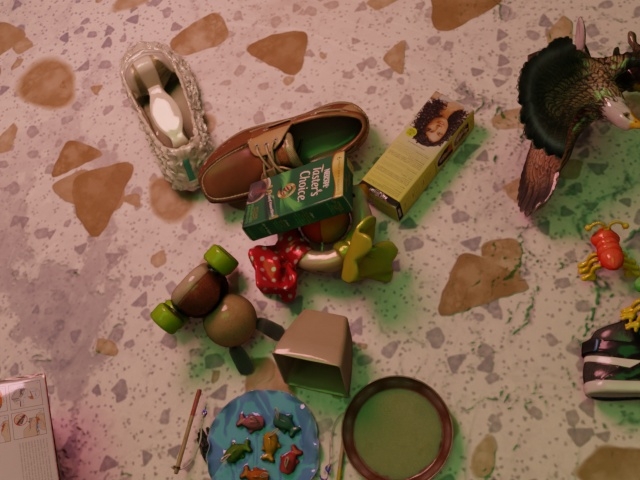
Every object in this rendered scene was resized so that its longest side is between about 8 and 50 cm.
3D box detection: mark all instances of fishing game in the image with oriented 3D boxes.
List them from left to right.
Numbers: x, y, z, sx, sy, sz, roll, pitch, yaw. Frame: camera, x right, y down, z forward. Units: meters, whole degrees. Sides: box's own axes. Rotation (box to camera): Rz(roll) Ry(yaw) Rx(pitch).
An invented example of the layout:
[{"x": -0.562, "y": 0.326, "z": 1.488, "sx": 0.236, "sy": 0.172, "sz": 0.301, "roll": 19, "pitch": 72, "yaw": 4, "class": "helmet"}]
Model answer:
[{"x": -0.092, "y": 0.318, "z": 1.079, "sx": 0.264, "sy": 0.041, "sz": 0.189, "roll": 9, "pitch": 66, "yaw": 11, "class": "fishing game"}]

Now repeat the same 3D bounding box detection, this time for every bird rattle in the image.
[{"x": 0.000, "y": 0.000, "z": 1.178, "sx": 0.254, "sy": 0.143, "sz": 0.207, "roll": -6, "pitch": 64, "yaw": 25, "class": "bird rattle"}]

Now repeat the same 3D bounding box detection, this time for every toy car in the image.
[{"x": -0.155, "y": 0.125, "z": 1.166, "sx": 0.188, "sy": 0.149, "sz": 0.155, "roll": 42, "pitch": 87, "yaw": -2, "class": "toy car"}]

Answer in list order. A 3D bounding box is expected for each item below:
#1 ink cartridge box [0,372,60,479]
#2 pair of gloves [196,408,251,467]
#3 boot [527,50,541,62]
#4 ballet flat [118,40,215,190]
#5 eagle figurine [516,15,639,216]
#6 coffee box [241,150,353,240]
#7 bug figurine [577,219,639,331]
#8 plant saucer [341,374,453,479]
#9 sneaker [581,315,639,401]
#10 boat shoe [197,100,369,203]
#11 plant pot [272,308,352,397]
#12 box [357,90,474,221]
[{"x": -0.457, "y": 0.401, "z": 1.057, "sx": 0.130, "sy": 0.272, "sz": 0.309, "roll": -7, "pitch": 60, "yaw": -25, "class": "ink cartridge box"}, {"x": -0.154, "y": 0.318, "z": 1.117, "sx": 0.083, "sy": 0.010, "sz": 0.074, "roll": -32, "pitch": 65, "yaw": -1, "class": "pair of gloves"}, {"x": 0.414, "y": -0.291, "z": 1.256, "sx": 0.114, "sy": 0.037, "sz": 0.106, "roll": 24, "pitch": 60, "yaw": 19, "class": "boot"}, {"x": -0.303, "y": -0.278, "z": 1.365, "sx": 0.147, "sy": 0.147, "sz": 0.409, "roll": -29, "pitch": 62, "yaw": -1, "class": "ballet flat"}, {"x": 0.401, "y": -0.208, "z": 1.096, "sx": 0.298, "sy": 0.225, "sz": 0.226, "roll": -32, "pitch": 101, "yaw": -3, "class": "eagle figurine"}, {"x": -0.035, "y": -0.073, "z": 1.151, "sx": 0.184, "sy": 0.040, "sz": 0.113, "roll": -16, "pitch": 43, "yaw": 21, "class": "coffee box"}, {"x": 0.534, "y": 0.036, "z": 1.028, "sx": 0.279, "sy": 0.072, "sz": 0.216, "roll": -6, "pitch": 37, "yaw": 8, "class": "bug figurine"}, {"x": 0.116, "y": 0.289, "z": 1.058, "sx": 0.168, "sy": 0.029, "sz": 0.168, "roll": -6, "pitch": 64, "yaw": 11, "class": "plant saucer"}, {"x": 0.487, "y": 0.165, "z": 1.002, "sx": 0.217, "sy": 0.079, "sz": 0.121, "roll": -1, "pitch": 64, "yaw": 13, "class": "sneaker"}, {"x": -0.064, "y": -0.160, "z": 1.237, "sx": 0.324, "sy": 0.120, "sz": 0.122, "roll": -26, "pitch": 101, "yaw": 0, "class": "boat shoe"}, {"x": -0.001, "y": 0.170, "z": 1.103, "sx": 0.109, "sy": 0.109, "sz": 0.096, "roll": 8, "pitch": 56, "yaw": 17, "class": "plant pot"}, {"x": 0.170, "y": -0.150, "z": 1.235, "sx": 0.087, "sy": 0.058, "sz": 0.232, "roll": 33, "pitch": 77, "yaw": 25, "class": "box"}]
